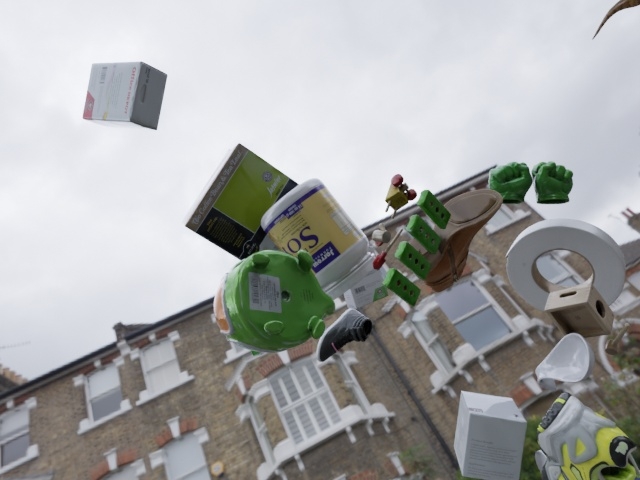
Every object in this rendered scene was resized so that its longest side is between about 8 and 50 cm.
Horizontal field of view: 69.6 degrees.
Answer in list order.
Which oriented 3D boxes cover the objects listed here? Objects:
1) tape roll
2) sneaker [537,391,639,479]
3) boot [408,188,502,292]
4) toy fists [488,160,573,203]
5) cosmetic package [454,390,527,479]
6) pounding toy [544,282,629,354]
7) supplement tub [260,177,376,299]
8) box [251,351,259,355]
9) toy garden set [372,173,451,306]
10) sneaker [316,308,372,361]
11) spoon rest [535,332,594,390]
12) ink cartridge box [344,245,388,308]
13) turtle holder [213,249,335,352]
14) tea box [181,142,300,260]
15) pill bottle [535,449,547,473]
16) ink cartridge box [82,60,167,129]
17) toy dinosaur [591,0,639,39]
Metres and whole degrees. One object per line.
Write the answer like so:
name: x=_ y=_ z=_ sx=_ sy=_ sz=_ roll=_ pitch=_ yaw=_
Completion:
tape roll: x=0.891 y=0.104 z=1.695 sx=0.072 sy=0.392 sz=0.392 roll=-42 pitch=-23 yaw=-45
sneaker: x=0.543 y=0.464 z=0.924 sx=0.145 sy=0.147 sz=0.385 roll=-45 pitch=-52 yaw=-13
boot: x=0.370 y=0.013 z=1.214 sx=0.283 sy=0.109 sz=0.220 roll=-42 pitch=-43 yaw=-1
toy fists: x=0.720 y=-0.203 z=1.577 sx=0.279 sy=0.142 sz=0.096 roll=0 pitch=-10 yaw=6
cosmetic package: x=0.470 y=0.547 z=1.293 sx=0.151 sy=0.151 sz=0.184 roll=7 pitch=-84 yaw=7
pounding toy: x=0.796 y=0.227 z=1.330 sx=0.181 sy=0.206 sz=0.094 roll=-29 pitch=16 yaw=50
supplement tub: x=0.000 y=0.000 z=1.431 sx=0.241 sy=0.331 sz=0.241 roll=-39 pitch=-2 yaw=-1
box: x=-0.248 y=0.294 z=1.745 sx=0.126 sy=0.262 sz=0.231 roll=-27 pitch=-12 yaw=-7
toy garden set: x=0.183 y=-0.008 z=1.029 sx=0.204 sy=0.049 sz=0.244 roll=38 pitch=-109 yaw=-36
sneaker: x=0.110 y=0.421 z=2.002 sx=0.296 sy=0.146 sz=0.105 roll=-45 pitch=-55 yaw=-27
spoon rest: x=0.719 y=0.376 z=1.370 sx=0.084 sy=0.137 sz=0.276 roll=3 pitch=-37 yaw=-1
ink cartridge box: x=0.164 y=0.151 z=1.894 sx=0.160 sy=0.220 sz=0.092 roll=-18 pitch=1 yaw=-23
turtle holder: x=-0.115 y=0.147 z=1.139 sx=0.227 sy=0.243 sz=0.320 roll=-29 pitch=-3 yaw=40
tea box: x=-0.259 y=-0.109 z=1.619 sx=0.323 sy=0.220 sz=0.329 roll=35 pitch=-97 yaw=-20
pill bottle: x=0.683 y=0.574 z=1.229 sx=0.193 sy=0.108 sz=0.108 roll=-14 pitch=-40 yaw=-9
ink cartridge box: x=-0.427 y=-0.313 z=1.003 sx=0.072 sy=0.175 sz=0.128 roll=10 pitch=-88 yaw=-59
toy dinosaur: x=0.817 y=-0.638 z=1.212 sx=0.211 sy=0.064 sz=0.112 roll=-23 pitch=-79 yaw=13
